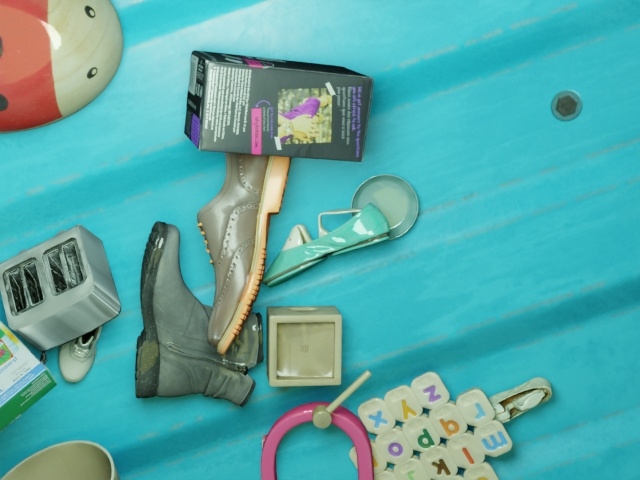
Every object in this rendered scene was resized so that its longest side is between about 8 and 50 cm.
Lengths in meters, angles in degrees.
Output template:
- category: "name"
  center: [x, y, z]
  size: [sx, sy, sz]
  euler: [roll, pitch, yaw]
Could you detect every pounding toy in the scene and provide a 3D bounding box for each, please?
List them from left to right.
- category: "pounding toy"
  center: [-0.005, 0.224, 1.802]
  size: [0.181, 0.094, 0.206]
  euler: [0, 99, -7]

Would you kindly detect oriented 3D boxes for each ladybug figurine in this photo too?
- category: "ladybug figurine"
  center: [-0.544, -0.312, 1.592]
  size: [0.450, 0.162, 0.305]
  euler: [-4, 106, -2]

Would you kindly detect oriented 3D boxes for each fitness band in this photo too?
- category: "fitness band"
  center: [-0.005, 0.437, 1.874]
  size: [0.209, 0.054, 0.290]
  euler: [-3, 107, 4]

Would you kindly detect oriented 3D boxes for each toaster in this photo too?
- category: "toaster"
  center: [-0.439, 0.085, 1.692]
  size: [0.168, 0.185, 0.110]
  euler: [-26, 149, 5]

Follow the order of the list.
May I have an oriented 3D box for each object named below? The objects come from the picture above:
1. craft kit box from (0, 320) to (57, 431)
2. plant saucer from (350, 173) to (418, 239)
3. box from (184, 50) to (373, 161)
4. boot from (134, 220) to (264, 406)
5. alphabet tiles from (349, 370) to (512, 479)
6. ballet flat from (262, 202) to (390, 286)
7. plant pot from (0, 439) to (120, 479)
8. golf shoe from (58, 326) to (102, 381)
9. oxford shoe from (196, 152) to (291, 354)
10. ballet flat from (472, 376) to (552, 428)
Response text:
- category: "craft kit box"
  center: [-0.588, 0.230, 1.598]
  size: [0.250, 0.247, 0.061]
  euler: [-40, 146, -20]
- category: "plant saucer"
  center: [0.112, -0.060, 1.774]
  size: [0.119, 0.021, 0.119]
  euler: [-1, 105, -4]
- category: "box"
  center: [-0.071, -0.217, 1.622]
  size: [0.270, 0.165, 0.143]
  euler: [3, 105, -17]
- category: "boot"
  center: [-0.207, 0.128, 1.774]
  size: [0.223, 0.118, 0.338]
  euler: [3, 112, -11]
- category: "alphabet tiles"
  center: [0.204, 0.386, 1.880]
  size: [0.284, 0.021, 0.278]
  euler: [-28, 102, 13]
- category: "ballet flat"
  center: [0.000, 0.000, 1.753]
  size: [0.247, 0.083, 0.087]
  euler: [-23, 85, 15]
- category: "plant pot"
  center: [-0.433, 0.548, 1.809]
  size: [0.257, 0.256, 0.274]
  euler: [-20, 121, 2]
- category: "golf shoe"
  center: [-0.423, 0.179, 1.774]
  size: [0.069, 0.086, 0.176]
  euler: [17, 105, -10]
- category: "oxford shoe"
  center: [-0.151, 0.008, 1.700]
  size: [0.133, 0.130, 0.363]
  euler: [14, 80, -3]
- category: "ballet flat"
  center: [0.354, 0.306, 1.873]
  size: [0.168, 0.052, 0.057]
  euler: [-32, 105, 6]
